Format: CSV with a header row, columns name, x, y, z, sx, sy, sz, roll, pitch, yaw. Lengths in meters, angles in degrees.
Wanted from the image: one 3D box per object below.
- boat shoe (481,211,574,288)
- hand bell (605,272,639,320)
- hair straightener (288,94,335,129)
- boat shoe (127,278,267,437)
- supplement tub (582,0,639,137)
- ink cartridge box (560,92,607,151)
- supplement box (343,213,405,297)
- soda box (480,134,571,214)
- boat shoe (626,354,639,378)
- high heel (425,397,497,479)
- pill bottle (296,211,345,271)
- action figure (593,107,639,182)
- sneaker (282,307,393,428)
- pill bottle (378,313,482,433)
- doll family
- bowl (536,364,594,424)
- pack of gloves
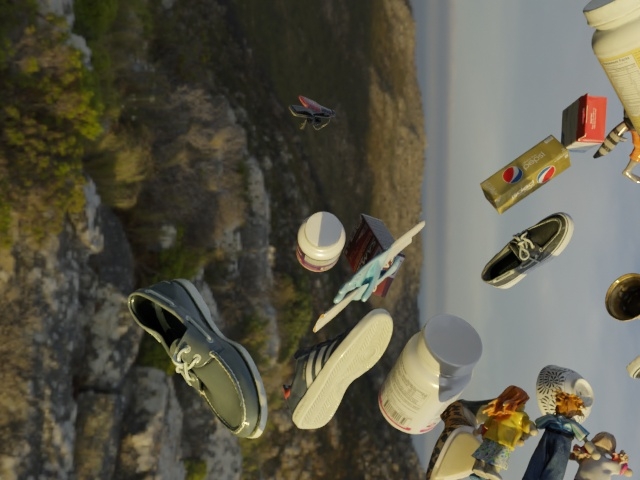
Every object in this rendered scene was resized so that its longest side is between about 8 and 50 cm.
name,x,y,z,sx,sy,sz,roll,pitch,yaw
boat shoe,0.593,0.024,2.097,0.105,0.306,0.113,15,44,-45
hand bell,0.846,0.185,1.828,0.242,0.126,0.126,27,51,-29
hair straightener,-0.029,-0.360,2.067,0.047,0.089,0.230,56,23,12
boat shoe,-0.192,0.176,1.083,0.099,0.319,0.116,1,127,-43
supplement tub,0.696,-0.371,1.444,0.331,0.241,0.241,56,18,-13
ink cartridge box,0.785,-0.346,2.142,0.231,0.077,0.134,57,37,-87
supplement box,0.140,0.036,1.947,0.130,0.073,0.239,-66,-159,18
soda box,0.425,-0.136,1.496,0.058,0.181,0.061,58,5,38
boat shoe,0.912,0.291,1.769,0.108,0.301,0.102,43,27,-52
high heel,0.247,0.397,1.408,0.261,0.186,0.093,-32,90,-37
pill bottle,0.000,0.000,1.637,0.193,0.108,0.108,105,-13,-75
action figure,0.888,-0.316,1.999,0.330,0.178,0.341,89,16,-49
sneaker,0.023,0.266,1.666,0.131,0.350,0.148,21,22,-43
pill bottle,0.247,0.302,1.629,0.283,0.160,0.160,112,-10,-45
doll family,0.336,0.308,1.117,0.118,0.262,0.163,48,61,-38
bowl,0.621,0.385,1.786,0.080,0.170,0.170,-30,-132,50
pack of gloves,0.101,0.082,1.355,0.232,0.046,0.195,-36,163,-29
